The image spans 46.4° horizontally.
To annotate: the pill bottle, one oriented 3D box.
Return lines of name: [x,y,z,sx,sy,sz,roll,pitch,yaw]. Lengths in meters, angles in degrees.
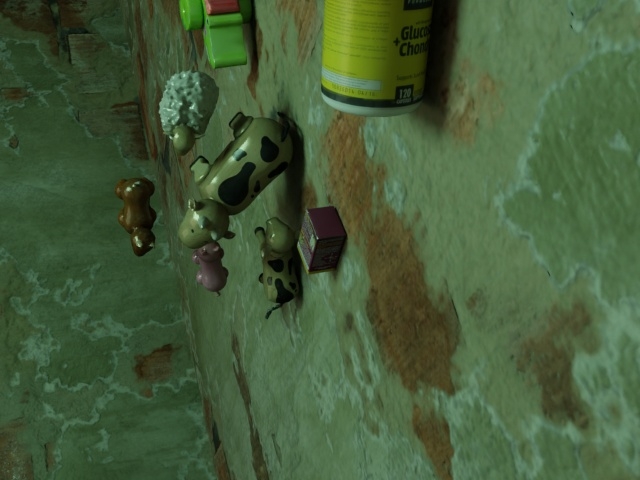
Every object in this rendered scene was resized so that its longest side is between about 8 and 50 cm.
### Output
pill bottle: [0.055,-0.218,0.704,0.103,0.103,0.184,-128,35,-55]

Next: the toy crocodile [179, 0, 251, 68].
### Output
toy crocodile: [-0.182,-0.462,1.266,0.105,0.115,0.341,171,91,-70]

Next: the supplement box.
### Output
supplement box: [0.000,0.000,1.034,0.083,0.043,0.055,106,150,-51]

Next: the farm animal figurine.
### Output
farm animal figurine: [-0.135,-0.053,1.151,0.327,0.330,0.172,-63,25,10]
